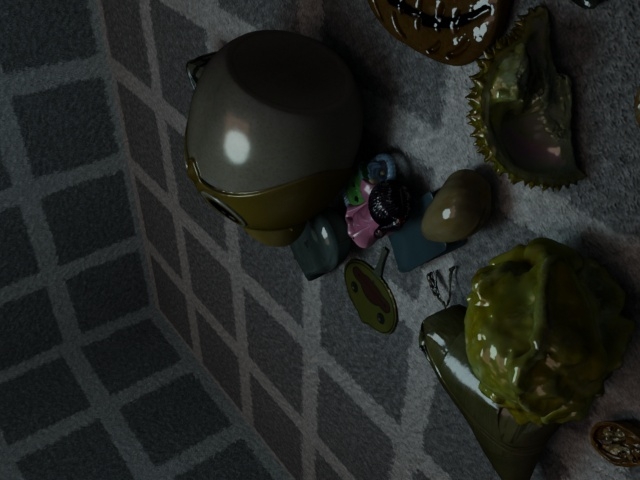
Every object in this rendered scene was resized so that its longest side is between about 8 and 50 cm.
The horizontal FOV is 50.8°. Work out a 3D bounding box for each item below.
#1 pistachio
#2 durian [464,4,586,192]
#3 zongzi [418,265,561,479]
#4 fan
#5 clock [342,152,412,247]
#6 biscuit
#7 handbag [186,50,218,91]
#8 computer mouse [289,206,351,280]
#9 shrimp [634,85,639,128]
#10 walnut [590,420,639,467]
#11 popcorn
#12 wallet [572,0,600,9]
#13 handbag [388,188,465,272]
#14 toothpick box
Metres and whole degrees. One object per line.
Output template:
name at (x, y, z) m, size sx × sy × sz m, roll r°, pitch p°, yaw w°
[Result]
pistachio at (0.273, -0.062, 1.353) m, size 0.185 × 0.124 × 0.124 m, roll -42°, pitch 74°, yaw 46°
durian at (0.331, -0.224, 1.117) m, size 0.166 × 0.172 × 0.306 m, roll -1°, pitch 104°, yaw 34°
zongzi at (0.332, 0.325, 1.509) m, size 0.447 × 0.181 × 0.418 m, roll 43°, pitch 145°, yaw 39°
fan at (0.141, 0.129, 1.840) m, size 0.229 × 0.011 × 0.335 m, roll 48°, pitch 147°, yaw 29°
clock at (0.131, -0.098, 1.556) m, size 0.195 × 0.100 × 0.194 m, roll 146°, pitch 119°, yaw -61°
biscuit at (0.197, -0.495, 1.220) m, size 0.367 × 0.063 × 0.314 m, roll 44°, pitch 146°, yaw 35°
handbag at (-0.225, -0.361, 1.933) m, size 0.325 × 0.162 × 0.327 m, roll 30°, pitch 142°, yaw 50°
computer mouse at (0.000, 0.000, 1.869) m, size 0.188 × 0.122 × 0.371 m, roll 66°, pitch 158°, yaw 6°
shrimp at (0.528, -0.147, 0.941) m, size 0.217 × 0.051 × 0.115 m, roll 53°, pitch 155°, yaw 21°
walnut at (0.569, 0.372, 1.264) m, size 0.121 × 0.052 × 0.091 m, roll -19°, pitch 93°, yaw 59°
popcorn at (0.398, 0.159, 1.185) m, size 0.312 × 0.312 × 0.312 m, roll 39°, pitch 142°, yaw 40°
wallet at (0.353, -0.472, 0.992) m, size 0.245 × 0.052 × 0.168 m, roll 48°, pitch 143°, yaw 18°
handbag at (0.229, -0.020, 1.543) m, size 0.221 × 0.057 × 0.144 m, roll -39°, pitch 70°, yaw 62°
toothpick box at (-0.120, -0.231, 1.581) m, size 0.409 × 0.409 × 0.425 m, roll 52°, pitch 145°, yaw 24°
